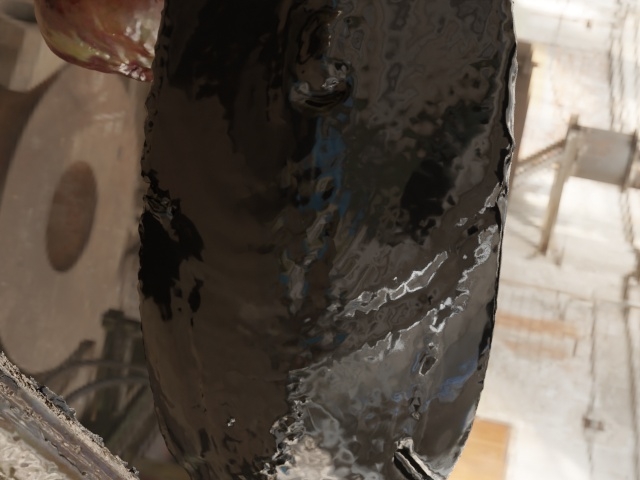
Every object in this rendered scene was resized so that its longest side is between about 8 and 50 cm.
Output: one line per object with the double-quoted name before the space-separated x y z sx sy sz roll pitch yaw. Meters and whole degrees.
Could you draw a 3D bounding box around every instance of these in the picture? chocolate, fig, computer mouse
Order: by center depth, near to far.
"computer mouse" 0.000 0.000 0.353 0.073 0.122 0.217 30 64 -86
"fig" -0.115 -0.201 0.736 0.143 0.160 0.230 119 -28 -45
"chocolate" -0.271 0.185 0.966 0.102 0.065 0.329 -40 136 -8
